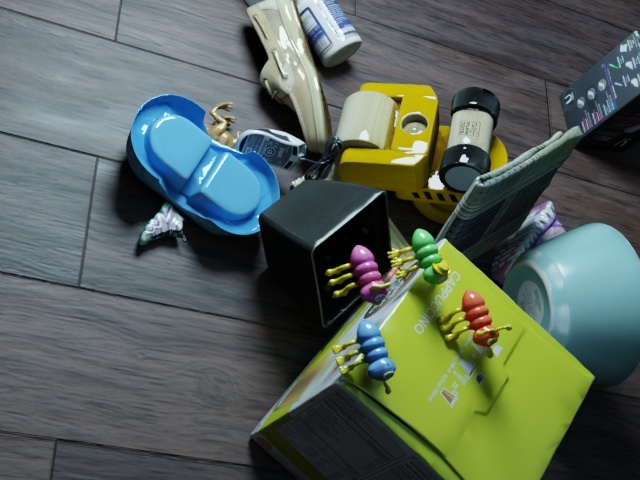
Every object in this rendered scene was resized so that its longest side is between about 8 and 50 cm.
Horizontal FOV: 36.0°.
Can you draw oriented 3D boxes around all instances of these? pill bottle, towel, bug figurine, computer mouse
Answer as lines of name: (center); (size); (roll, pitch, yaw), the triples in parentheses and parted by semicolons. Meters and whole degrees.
pill bottle: (0.003, -0.447, 2.008); (0.094, 0.094, 0.169); (-26, 80, -35)
towel: (0.322, -0.064, 1.840); (0.324, 0.312, 0.056); (-27, 65, -37)
bug figurine: (0.134, 0.092, 1.415); (0.278, 0.072, 0.216); (-14, 70, -31)
computer mouse: (-0.064, -0.167, 1.810); (0.192, 0.106, 0.042); (15, 34, -20)

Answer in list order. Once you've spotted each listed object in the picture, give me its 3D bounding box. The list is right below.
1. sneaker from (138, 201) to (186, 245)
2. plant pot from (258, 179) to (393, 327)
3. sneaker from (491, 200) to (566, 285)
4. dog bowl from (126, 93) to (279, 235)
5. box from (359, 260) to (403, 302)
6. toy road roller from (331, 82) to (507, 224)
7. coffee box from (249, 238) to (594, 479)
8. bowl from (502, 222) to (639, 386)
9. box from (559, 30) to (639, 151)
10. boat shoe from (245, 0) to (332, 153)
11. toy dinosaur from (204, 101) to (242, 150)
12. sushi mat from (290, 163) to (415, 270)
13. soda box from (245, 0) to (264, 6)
sneaker: (-0.263, -0.014, 1.687); (0.069, 0.038, 0.098); (37, 55, -6)
plant pot: (0.000, 0.000, 1.712); (0.167, 0.188, 0.188); (30, 55, 34)
sneaker: (0.437, 0.022, 2.011); (0.104, 0.095, 0.236); (49, 53, -8)
dog bowl: (-0.211, -0.121, 1.721); (0.297, 0.074, 0.166); (38, 58, -16)
box: (0.176, 0.138, 1.803); (0.232, 0.058, 0.087); (42, 65, 1)
toy road roller: (0.197, -0.153, 1.924); (0.329, 0.241, 0.203); (7, 55, 11)
coffee box: (0.161, 0.269, 1.587); (0.338, 0.334, 0.338); (43, 54, -3)
bowl: (0.450, 0.125, 1.840); (0.163, 0.311, 0.312); (-3, 67, -20)
box: (0.690, -0.326, 2.202); (0.165, 0.270, 0.144); (4, 64, -26)
boat shoe: (-0.060, -0.314, 1.912); (0.110, 0.122, 0.341); (-17, 71, 4)
toy dinosaur: (-0.196, -0.198, 1.799); (0.211, 0.064, 0.112); (25, 58, -15)
sushi mat: (0.084, -0.014, 1.883); (0.151, 0.019, 0.317); (-32, 83, -35)
soda box: (-0.154, -0.566, 1.998); (0.069, 0.074, 0.216); (-31, 83, -35)
